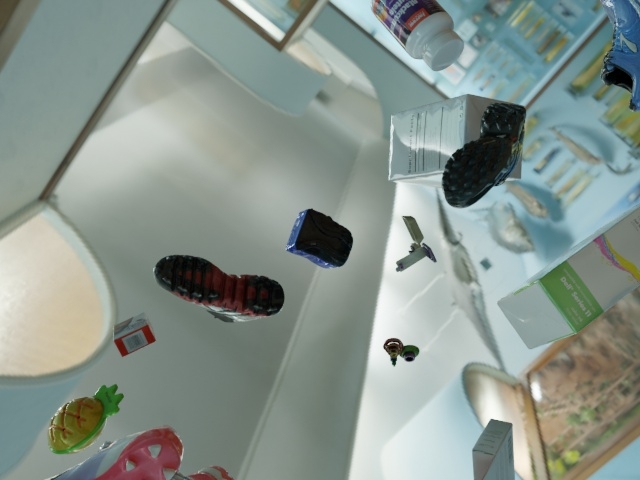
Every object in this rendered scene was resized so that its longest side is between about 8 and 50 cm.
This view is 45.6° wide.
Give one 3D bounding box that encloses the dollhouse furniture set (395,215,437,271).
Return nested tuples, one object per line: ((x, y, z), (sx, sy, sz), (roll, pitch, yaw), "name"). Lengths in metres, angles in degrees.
((0.167, 0.005, 1.559), (0.114, 0.081, 0.091), (62, 175, -23), "dollhouse furniture set")

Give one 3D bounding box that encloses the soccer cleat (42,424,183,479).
((-0.287, 0.306, 0.949), (0.095, 0.248, 0.083), (-143, 27, -81), "soccer cleat")

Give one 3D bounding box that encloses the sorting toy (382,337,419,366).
((0.186, 0.267, 1.780), (0.102, 0.061, 0.042), (28, -140, -27), "sorting toy")

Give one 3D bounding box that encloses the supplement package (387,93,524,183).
((0.316, -0.226, 1.809), (0.177, 0.175, 0.293), (5, 177, -29), "supplement package")

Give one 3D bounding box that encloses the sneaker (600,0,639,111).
((0.699, -0.437, 1.735), (0.130, 0.147, 0.330), (38, -144, -56), "sneaker")

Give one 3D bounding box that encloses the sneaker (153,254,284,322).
((-0.219, 0.107, 1.571), (0.276, 0.135, 0.097), (17, -118, -22), "sneaker")

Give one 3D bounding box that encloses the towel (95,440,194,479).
((-0.261, 0.451, 1.182), (0.284, 0.121, 0.235), (26, -173, -1), "towel")

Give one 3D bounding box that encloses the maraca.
((-0.503, 0.381, 1.627), (0.127, 0.186, 0.099), (35, 160, 49), "maraca")

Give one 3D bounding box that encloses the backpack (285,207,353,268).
((0.000, 0.000, 1.529), (0.120, 0.098, 0.101), (24, 168, -17), "backpack")

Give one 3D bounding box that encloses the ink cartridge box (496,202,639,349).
((0.532, 0.052, 1.444), (0.119, 0.353, 0.207), (55, 164, 8), "ink cartridge box")

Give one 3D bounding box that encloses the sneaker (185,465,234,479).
((-0.194, 0.583, 1.516), (0.314, 0.116, 0.136), (36, -164, 37), "sneaker")

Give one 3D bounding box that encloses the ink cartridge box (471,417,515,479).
((0.366, 0.572, 1.664), (0.060, 0.275, 0.239), (6, -155, 32), "ink cartridge box")

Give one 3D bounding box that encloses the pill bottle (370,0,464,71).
((0.192, -0.425, 1.490), (0.108, 0.108, 0.193), (5, -136, -56), "pill bottle")

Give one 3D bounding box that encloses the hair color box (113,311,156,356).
((-0.474, 0.236, 1.931), (0.053, 0.093, 0.167), (67, 167, -10), "hair color box")

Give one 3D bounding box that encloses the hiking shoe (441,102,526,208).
((0.337, -0.144, 1.499), (0.113, 0.132, 0.304), (14, -132, 33), "hiking shoe")
